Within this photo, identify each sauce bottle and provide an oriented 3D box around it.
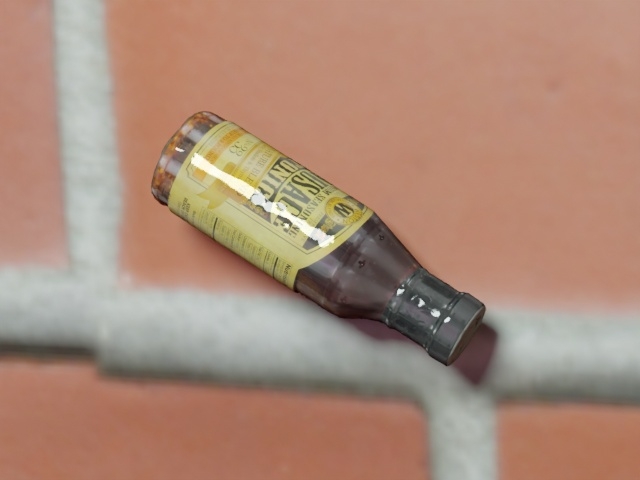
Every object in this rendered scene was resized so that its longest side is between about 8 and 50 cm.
[{"bbox_3d":[0.000,0.000,0.667,0.128,0.042,0.042,31,110,12],"label":"sauce bottle"}]
